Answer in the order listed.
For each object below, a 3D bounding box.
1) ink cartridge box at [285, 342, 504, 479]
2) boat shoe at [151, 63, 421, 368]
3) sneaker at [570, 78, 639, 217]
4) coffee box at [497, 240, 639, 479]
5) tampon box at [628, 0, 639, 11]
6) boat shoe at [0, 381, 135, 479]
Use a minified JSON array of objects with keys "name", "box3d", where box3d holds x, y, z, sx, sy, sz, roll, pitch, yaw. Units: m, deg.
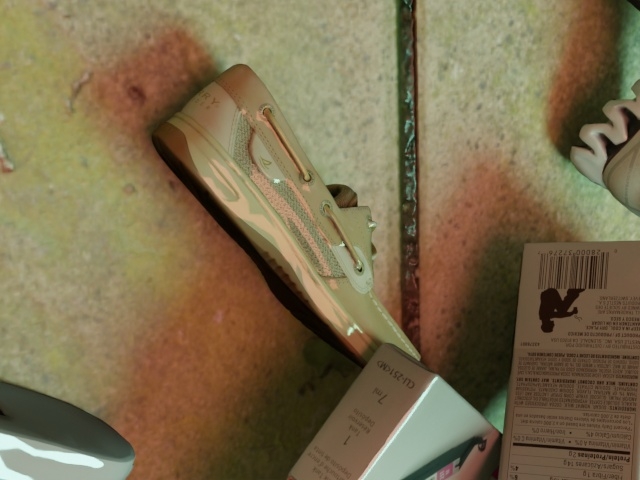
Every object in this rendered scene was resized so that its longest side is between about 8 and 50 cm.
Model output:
[{"name":"ink cartridge box","box3d":[0.054,0.234,0.839,0.239,0.060,0.275,-54,143,-6]},{"name":"boat shoe","box3d":[0.000,0.000,0.795,0.098,0.109,0.302,-45,116,-11]},{"name":"sneaker","box3d":[0.347,-0.136,0.878,0.110,0.118,0.292,-6,140,-45]},{"name":"coffee box","box3d":[0.238,0.167,0.879,0.168,0.119,0.297,35,59,-54]},{"name":"tampon box","box3d":[0.341,-0.276,0.889,0.161,0.101,0.120,-26,150,-22]},{"name":"boat shoe","box3d":[-0.305,0.150,0.655,0.367,0.136,0.156,27,92,-43]}]
